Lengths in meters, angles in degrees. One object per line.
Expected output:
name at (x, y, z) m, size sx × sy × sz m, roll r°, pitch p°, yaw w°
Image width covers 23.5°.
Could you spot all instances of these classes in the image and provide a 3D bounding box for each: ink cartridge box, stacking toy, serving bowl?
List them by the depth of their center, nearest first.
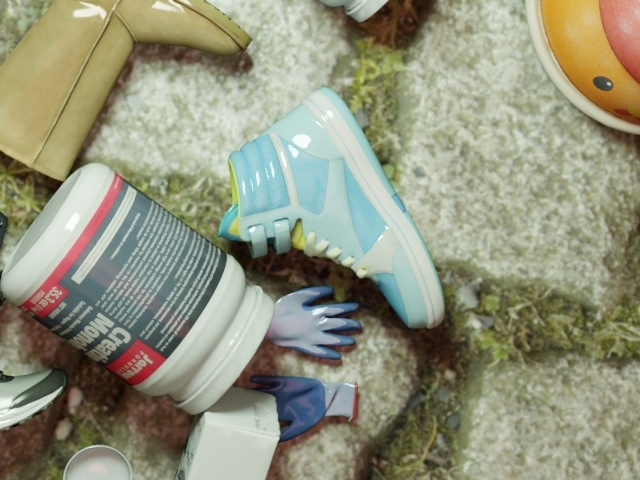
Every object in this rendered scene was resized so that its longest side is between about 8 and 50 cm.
stacking toy at (0.455, -0.279, 1.706) m, size 0.351 × 0.480 × 0.350 m, roll -1°, pitch 98°, yaw -10°
ink cartridge box at (-0.124, 0.294, 1.824) m, size 0.093 × 0.160 × 0.219 m, roll 16°, pitch 100°, yaw -8°
serving bowl at (-0.271, 0.286, 1.874) m, size 0.083 × 0.027 × 0.083 m, roll -2°, pitch 98°, yaw -10°

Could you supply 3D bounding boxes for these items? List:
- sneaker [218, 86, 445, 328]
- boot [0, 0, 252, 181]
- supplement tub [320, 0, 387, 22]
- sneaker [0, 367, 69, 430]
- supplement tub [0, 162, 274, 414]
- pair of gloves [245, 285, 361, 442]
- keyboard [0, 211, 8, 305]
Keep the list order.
sneaker at (0.000, 0.000, 1.841) m, size 0.208 × 0.127 × 0.319 m, roll -30°, pitch 93°, yaw -8°
boot at (-0.244, -0.189, 1.790) m, size 0.236 × 0.089 × 0.269 m, roll 31°, pitch 94°, yaw -10°
supplement tub at (0.011, -0.363, 1.779) m, size 0.200 × 0.144 × 0.144 m, roll 40°, pitch 89°, yaw -14°
sneaker at (-0.430, 0.178, 1.794) m, size 0.272 × 0.100 × 0.108 m, roll -9°, pitch 94°, yaw -10°
supplement tub at (-0.209, 0.057, 1.769) m, size 0.272 × 0.191 × 0.191 m, roll 37°, pitch 90°, yaw -14°
pair of gloves at (-0.028, 0.154, 1.907) m, size 0.159 × 0.023 × 0.198 m, roll 0°, pitch 97°, yaw -9°
keyboard at (-0.397, 0.049, 1.773) m, size 0.100 × 0.038 × 0.192 m, roll 28°, pitch 69°, yaw -42°
